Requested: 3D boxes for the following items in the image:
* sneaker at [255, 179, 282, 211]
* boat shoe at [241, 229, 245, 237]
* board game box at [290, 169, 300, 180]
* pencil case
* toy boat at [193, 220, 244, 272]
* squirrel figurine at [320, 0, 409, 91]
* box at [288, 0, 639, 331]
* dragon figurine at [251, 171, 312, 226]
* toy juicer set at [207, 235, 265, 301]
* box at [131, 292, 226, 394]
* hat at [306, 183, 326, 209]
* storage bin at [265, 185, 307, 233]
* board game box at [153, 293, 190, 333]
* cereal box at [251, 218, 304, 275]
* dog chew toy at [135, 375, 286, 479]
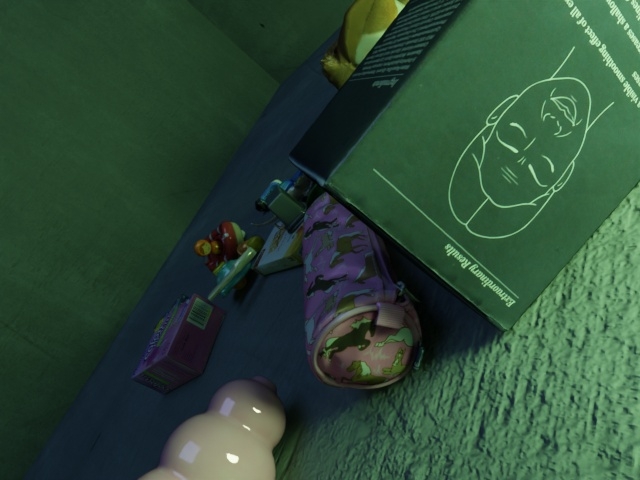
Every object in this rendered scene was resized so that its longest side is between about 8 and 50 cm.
[{"bbox_3d":[-0.194,-0.159,1.595,0.152,0.058,0.085,-35,23,46],"label":"sneaker"},{"bbox_3d":[-0.367,0.005,1.691,0.226,0.083,0.076,-5,41,46],"label":"boat shoe"},{"bbox_3d":[-0.070,-0.208,1.471,0.169,0.033,0.133,-49,17,-4],"label":"board game box"},{"bbox_3d":[0.050,0.052,0.705,0.167,0.160,0.386,-15,30,4],"label":"pencil case"},{"bbox_3d":[-0.374,0.024,1.515,0.231,0.151,0.151,-33,69,42],"label":"toy boat"},{"bbox_3d":[0.197,-0.589,1.215,0.397,0.281,0.370,-15,37,52],"label":"squirrel figurine"},{"bbox_3d":[0.206,-0.150,0.517,0.395,0.293,0.212,-51,22,5],"label":"box"},{"bbox_3d":[-0.093,-0.142,1.337,0.289,0.085,0.144,-48,18,2],"label":"dragon figurine"},{"bbox_3d":[-0.236,0.085,1.303,0.209,0.089,0.329,-45,13,-2],"label":"toy juicer set"},{"bbox_3d":[-0.425,0.313,1.287,0.243,0.117,0.214,-35,29,37],"label":"box"},{"bbox_3d":[0.085,-0.062,0.965,0.173,0.183,0.208,-39,-20,3],"label":"hat"},{"bbox_3d":[-0.100,-0.087,1.155,0.098,0.091,0.135,-46,19,6],"label":"storage bin"},{"bbox_3d":[-0.575,0.332,1.622,0.194,0.060,0.194,-43,25,26],"label":"board game box"},{"bbox_3d":[-0.087,0.002,1.176,0.240,0.047,0.173,-19,39,53],"label":"cereal box"},{"bbox_3d":[-0.163,0.356,0.633,0.206,0.206,0.332,-24,29,50],"label":"dog chew toy"}]
